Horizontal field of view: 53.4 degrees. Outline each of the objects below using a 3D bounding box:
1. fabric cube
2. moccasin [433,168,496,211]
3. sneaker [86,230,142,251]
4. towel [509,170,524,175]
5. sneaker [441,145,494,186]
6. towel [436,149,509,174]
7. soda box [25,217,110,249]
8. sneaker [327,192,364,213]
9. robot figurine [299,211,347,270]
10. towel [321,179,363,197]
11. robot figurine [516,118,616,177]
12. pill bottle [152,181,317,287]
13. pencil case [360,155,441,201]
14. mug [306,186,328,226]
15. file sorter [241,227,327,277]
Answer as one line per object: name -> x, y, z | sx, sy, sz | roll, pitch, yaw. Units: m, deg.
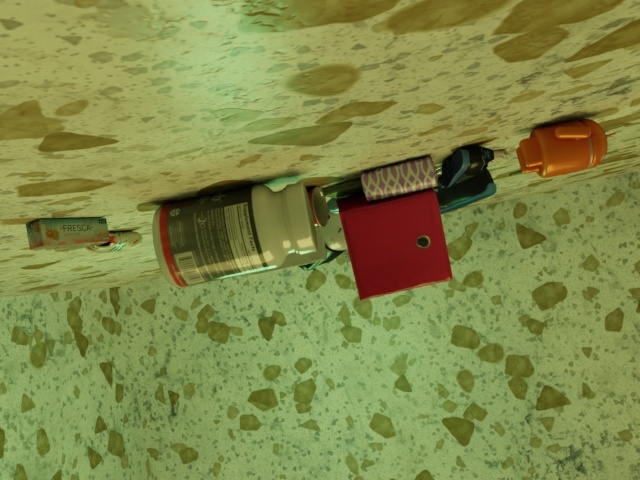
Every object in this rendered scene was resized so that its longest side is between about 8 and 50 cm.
fabric cube -> 0.198, -0.010, 1.777 | 0.258, 0.254, 0.259 | -13, -168, 2
moccasin -> 0.419, -0.158, 2.067 | 0.342, 0.117, 0.137 | -20, 172, 43
sneaker -> -0.582, 0.004, 1.815 | 0.161, 0.057, 0.075 | -6, 179, -31
towel -> 0.758, -0.256, 2.398 | 0.083, 0.010, 0.060 | -9, 174, -31
sneaker -> 0.388, -0.194, 1.699 | 0.090, 0.082, 0.232 | -4, 174, -5
towel -> 0.426, -0.219, 1.834 | 0.144, 0.029, 0.197 | -9, 175, -29
soda box -> -0.587, -0.017, 1.488 | 0.058, 0.063, 0.183 | -14, 175, 32
sneaker -> 0.085, -0.134, 1.930 | 0.162, 0.064, 0.073 | -21, 160, 20
robot figurine -> -0.001, -0.003, 2.337 | 0.173, 0.209, 0.278 | 2, 150, -45
towel -> 0.078, -0.149, 1.824 | 0.148, 0.027, 0.110 | -13, 175, 37
robot figurine -> 0.596, -0.225, 1.548 | 0.219, 0.158, 0.128 | -12, -145, 3
pill bottle -> -0.199, -0.019, 1.537 | 0.362, 0.210, 0.210 | -12, 176, 4
pencil case -> 0.206, -0.162, 1.656 | 0.206, 0.086, 0.088 | -11, -151, 9
mug -> -0.070, -0.073, 1.796 | 0.169, 0.113, 0.150 | -9, 155, 20
file sorter -> -0.128, -0.003, 2.104 | 0.277, 0.193, 0.173 | -12, 178, 7
